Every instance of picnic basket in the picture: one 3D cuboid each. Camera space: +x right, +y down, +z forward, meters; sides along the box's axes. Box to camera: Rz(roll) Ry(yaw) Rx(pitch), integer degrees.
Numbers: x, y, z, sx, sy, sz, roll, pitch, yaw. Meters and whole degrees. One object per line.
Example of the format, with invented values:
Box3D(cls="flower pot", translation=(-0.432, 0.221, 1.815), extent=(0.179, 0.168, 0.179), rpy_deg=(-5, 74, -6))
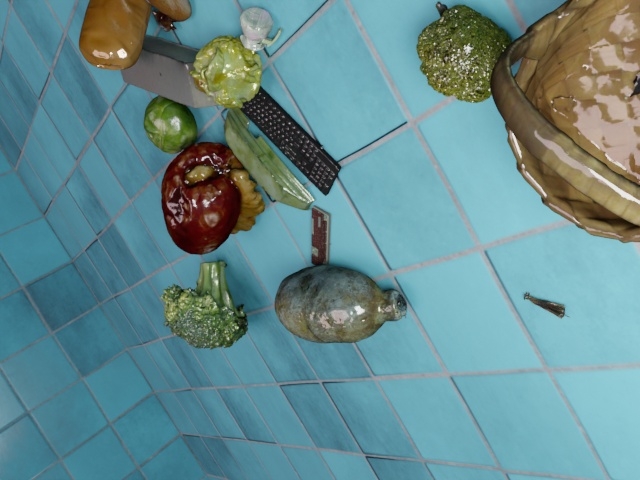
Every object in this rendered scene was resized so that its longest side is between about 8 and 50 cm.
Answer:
Box3D(cls="picnic basket", translation=(0.320, -0.127, 0.592), extent=(0.293, 0.337, 0.337), rpy_deg=(45, 143, 16))

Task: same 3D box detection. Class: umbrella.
Box3D(cls="umbrella", translation=(0.377, 0.110, 0.961), extent=(0.083, 0.020, 0.031), rpy_deg=(22, 172, 38))

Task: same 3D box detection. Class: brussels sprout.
Box3D(cls="brussels sprout", translation=(-0.380, -0.288, 1.440), extent=(0.155, 0.117, 0.155), rpy_deg=(19, 124, 30))

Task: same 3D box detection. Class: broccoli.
Box3D(cls="broccoli", translation=(0.198, -0.260, 0.807), extent=(0.131, 0.130, 0.120), rpy_deg=(15, 178, 9))
Box3D(cls="broccoli", translation=(-0.337, 0.204, 1.671), extent=(0.288, 0.235, 0.260), rpy_deg=(-3, 114, 55))

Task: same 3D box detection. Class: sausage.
Box3D(cls="sausage", translation=(-0.458, -0.496, 1.301), extent=(0.120, 0.136, 0.242), rpy_deg=(115, 160, -72))

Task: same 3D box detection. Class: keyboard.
Box3D(cls="keyboard", translation=(0.000, 0.000, 1.310), extent=(0.055, 0.017, 0.166), rpy_deg=(30, 137, 31))
Box3D(cls="keyboard", translation=(-0.076, -0.229, 1.218), extent=(0.310, 0.018, 0.101), rpy_deg=(47, 144, 13))

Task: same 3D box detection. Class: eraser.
Box3D(cls="eraser", translation=(-0.353, -0.402, 1.358), extent=(0.352, 0.077, 0.112), rpy_deg=(26, 137, 34))

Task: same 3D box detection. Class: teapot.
Box3D(cls="teapot", translation=(-0.116, -0.401, 1.105), extent=(0.083, 0.064, 0.064), rpy_deg=(18, 147, -2))

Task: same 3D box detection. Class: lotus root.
Box3D(cls="lotus root", translation=(0.025, 0.139, 1.262), extent=(0.349, 0.175, 0.175), rpy_deg=(-4, 114, 45))

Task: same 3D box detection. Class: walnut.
Box3D(cls="walnut", translation=(-0.259, -0.094, 1.400), extent=(0.269, 0.243, 0.222), rpy_deg=(107, 160, -58))

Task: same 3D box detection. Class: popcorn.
Box3D(cls="popcorn", translation=(-0.184, -0.342, 1.164), extent=(0.141, 0.136, 0.162), rpy_deg=(34, 172, -3))

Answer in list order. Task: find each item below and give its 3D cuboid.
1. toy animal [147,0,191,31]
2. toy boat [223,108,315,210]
Box3D(cls="toy animal", translation=(-0.358, -0.541, 1.235), extent=(0.188, 0.089, 0.179), rpy_deg=(40, 151, -14))
Box3D(cls="toy boat", translation=(-0.127, -0.176, 1.288), extent=(0.293, 0.055, 0.093), rpy_deg=(50, 146, 9))
